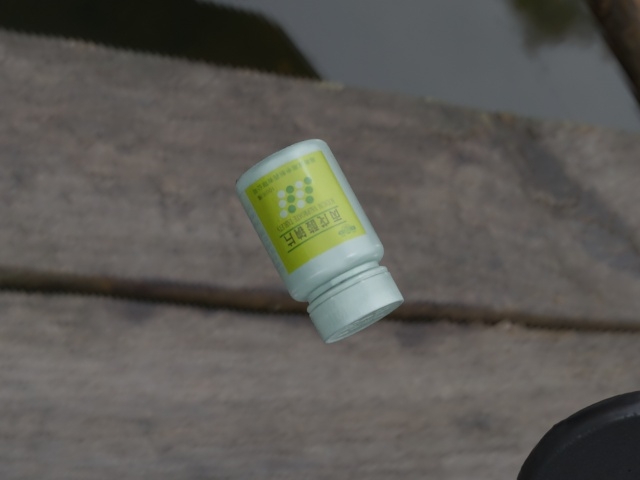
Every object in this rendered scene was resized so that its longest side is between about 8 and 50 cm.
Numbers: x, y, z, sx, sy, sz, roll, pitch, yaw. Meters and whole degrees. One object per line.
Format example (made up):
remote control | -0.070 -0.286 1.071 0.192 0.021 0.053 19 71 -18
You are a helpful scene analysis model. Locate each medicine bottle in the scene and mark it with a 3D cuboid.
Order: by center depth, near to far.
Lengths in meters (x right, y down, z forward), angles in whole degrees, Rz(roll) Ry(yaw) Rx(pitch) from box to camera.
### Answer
medicine bottle | 0.000 0.000 0.848 0.047 0.047 0.083 -18 75 -43

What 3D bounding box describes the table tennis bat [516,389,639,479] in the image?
table tennis bat | 0.197 0.145 0.844 0.236 0.150 0.027 26 35 -5
